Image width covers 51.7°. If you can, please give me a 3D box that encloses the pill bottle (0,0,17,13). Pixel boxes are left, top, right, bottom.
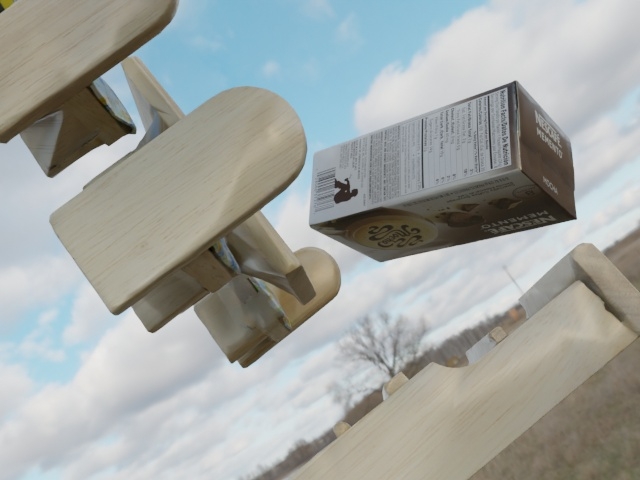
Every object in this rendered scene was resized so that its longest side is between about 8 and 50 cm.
[{"bbox_3d":[-0.375,-0.304,0.776,0.188,0.188,0.334,-48,16,41],"label":"pill bottle"}]

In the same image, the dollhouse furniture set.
[{"bbox_3d":[0.000,0.000,0.524,0.256,0.394,0.362,-37,-16,-6],"label":"dollhouse furniture set"}]

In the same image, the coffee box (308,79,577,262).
[{"bbox_3d":[0.152,-0.073,0.854,0.297,0.118,0.168,-14,-27,37],"label":"coffee box"}]
